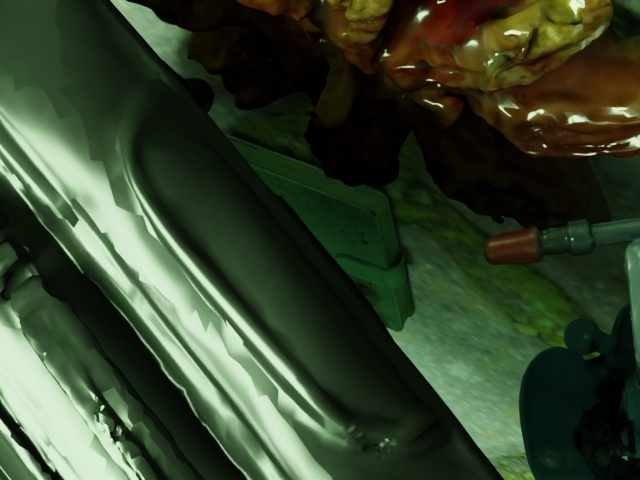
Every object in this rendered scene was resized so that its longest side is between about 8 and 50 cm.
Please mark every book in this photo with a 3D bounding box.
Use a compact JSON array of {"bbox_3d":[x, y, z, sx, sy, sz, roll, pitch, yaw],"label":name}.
[{"bbox_3d":[0.000,0.000,0.990,0.103,0.017,0.135,22,156,20],"label":"book"}]

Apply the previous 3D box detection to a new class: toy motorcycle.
[{"bbox_3d":[0.169,0.056,0.768,0.182,0.124,0.272,-7,158,10],"label":"toy motorcycle"}]

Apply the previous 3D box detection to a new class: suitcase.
[{"bbox_3d":[-0.045,0.064,0.753,0.345,0.188,0.339,52,177,9],"label":"suitcase"}]

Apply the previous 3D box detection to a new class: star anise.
[{"bbox_3d":[0.025,-0.080,0.707,0.288,0.088,0.288,21,160,8],"label":"star anise"}]
